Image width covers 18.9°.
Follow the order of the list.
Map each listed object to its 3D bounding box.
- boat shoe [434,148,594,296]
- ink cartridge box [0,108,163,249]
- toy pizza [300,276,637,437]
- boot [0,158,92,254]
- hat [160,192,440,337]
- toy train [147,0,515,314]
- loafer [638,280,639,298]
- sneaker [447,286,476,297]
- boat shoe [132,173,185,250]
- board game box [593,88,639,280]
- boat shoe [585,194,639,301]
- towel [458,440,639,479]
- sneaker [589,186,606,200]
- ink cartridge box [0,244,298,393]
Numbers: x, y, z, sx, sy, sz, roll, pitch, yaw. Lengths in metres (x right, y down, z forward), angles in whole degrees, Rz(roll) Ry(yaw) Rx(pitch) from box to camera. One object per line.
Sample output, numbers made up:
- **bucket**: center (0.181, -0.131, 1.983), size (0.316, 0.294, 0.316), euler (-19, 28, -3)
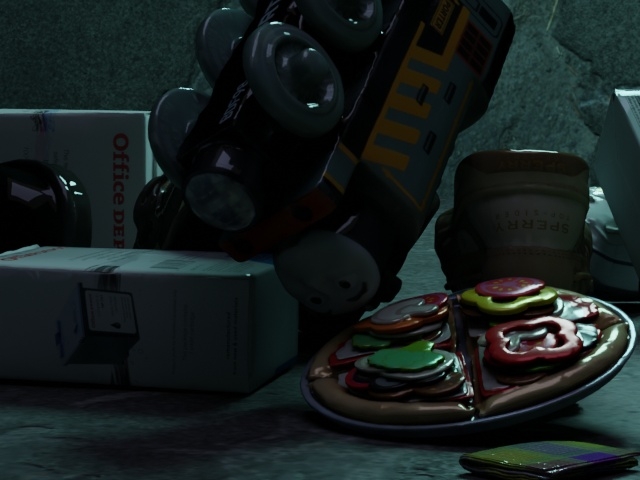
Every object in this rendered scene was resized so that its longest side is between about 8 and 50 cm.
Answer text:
- **boat shoe**: center (0.142, 0.029, 1.423), size (0.121, 0.110, 0.341), euler (-1, -14, 7)
- **ink cartridge box**: center (-0.259, -0.038, 1.799), size (0.233, 0.171, 0.168), euler (1, 5, 6)
- **toy pizza**: center (0.085, 0.060, 1.136), size (0.201, 0.032, 0.201), euler (-10, 18, 3)
- **boot**: center (-0.366, 0.008, 1.425), size (0.348, 0.131, 0.260), euler (-9, -10, 40)
- **hat**: center (0.000, 0.000, 1.488), size (0.331, 0.134, 0.331), euler (-41, -10, -9)
- **toy train**: center (0.017, -0.101, 1.273), size (0.142, 0.190, 0.334), euler (-31, 25, 39)
- **loafer**: center (0.375, 0.029, 1.611), size (0.220, 0.080, 0.078), euler (-6, 22, -14)
- **sneaker**: center (0.098, 0.067, 1.232), size (0.073, 0.063, 0.162), euler (-6, 7, -30)
- **boat shoe**: center (-0.116, -0.020, 1.546), size (0.080, 0.073, 0.223), euler (-39, -16, -31)
- **board game box**: center (0.400, -0.025, 1.558), size (0.303, 0.097, 0.224), euler (-1, 42, -11)
- **boat shoe**: center (0.220, 0.000, 1.666), size (0.095, 0.084, 0.258), euler (-6, -12, 34)
- **towel**: center (0.117, 0.113, 0.982), size (0.060, 0.009, 0.083), euler (4, 5, 45)
- **sneaker**: center (0.297, -0.008, 2.001), size (0.087, 0.092, 0.229), euler (1, 6, -14)
- **ink cartridge box**: center (-0.121, 0.049, 1.291), size (0.191, 0.082, 0.139), euler (1, 5, 13)
